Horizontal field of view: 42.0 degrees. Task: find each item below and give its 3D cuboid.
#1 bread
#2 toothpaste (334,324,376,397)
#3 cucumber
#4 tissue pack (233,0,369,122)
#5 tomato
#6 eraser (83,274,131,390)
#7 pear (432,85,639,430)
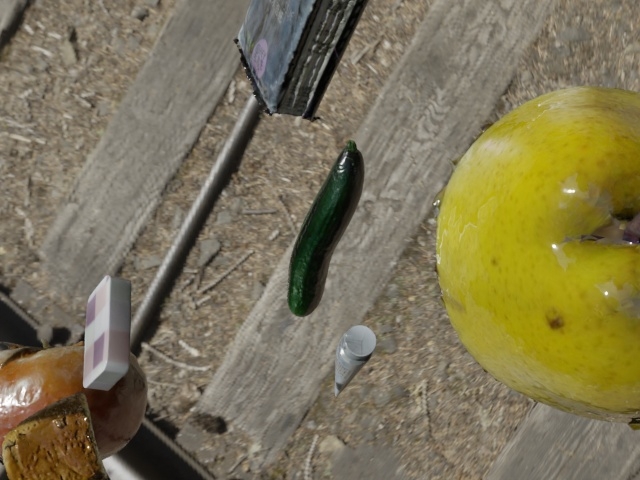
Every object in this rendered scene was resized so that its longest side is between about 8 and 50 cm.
[{"bbox_3d":[-0.209,0.168,0.656,0.070,0.083,0.076,-18,76,-18],"label":"bread"},{"bbox_3d":[0.046,0.200,1.412,0.057,0.234,0.089,10,67,-5],"label":"toothpaste"},{"bbox_3d":[0.000,0.000,0.973,0.056,0.056,0.284,36,138,17],"label":"cucumber"},{"bbox_3d":[-0.017,-0.415,1.390,0.361,0.122,0.259,-62,35,37],"label":"tissue pack"},{"bbox_3d":[-0.304,0.195,1.056,0.155,0.214,0.180,-19,81,21],"label":"tomato"},{"bbox_3d":[-0.213,0.093,0.836,0.065,0.026,0.105,-45,42,43],"label":"eraser"},{"bbox_3d":[0.193,0.023,0.556,0.267,0.178,0.267,2,98,12],"label":"pear"}]
